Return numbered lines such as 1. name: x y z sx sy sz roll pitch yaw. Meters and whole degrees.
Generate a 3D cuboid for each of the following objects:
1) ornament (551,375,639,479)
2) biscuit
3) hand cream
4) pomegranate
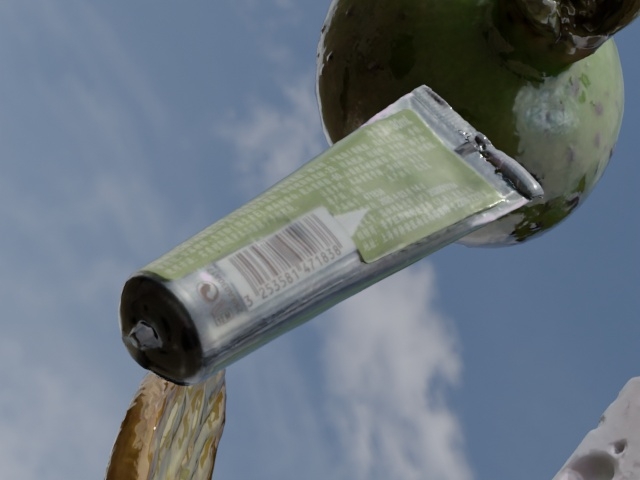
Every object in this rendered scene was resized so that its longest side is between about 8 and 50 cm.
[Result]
1. ornament: 0.375 0.241 1.602 0.240 0.240 0.239 11 -43 44
2. biscuit: -0.102 0.160 1.236 0.041 0.260 0.203 5 -67 10
3. hand cream: 0.000 0.000 0.881 0.086 0.235 0.055 45 -38 19
4. pomegranate: 0.114 -0.142 1.377 0.242 0.242 0.306 52 -29 32
